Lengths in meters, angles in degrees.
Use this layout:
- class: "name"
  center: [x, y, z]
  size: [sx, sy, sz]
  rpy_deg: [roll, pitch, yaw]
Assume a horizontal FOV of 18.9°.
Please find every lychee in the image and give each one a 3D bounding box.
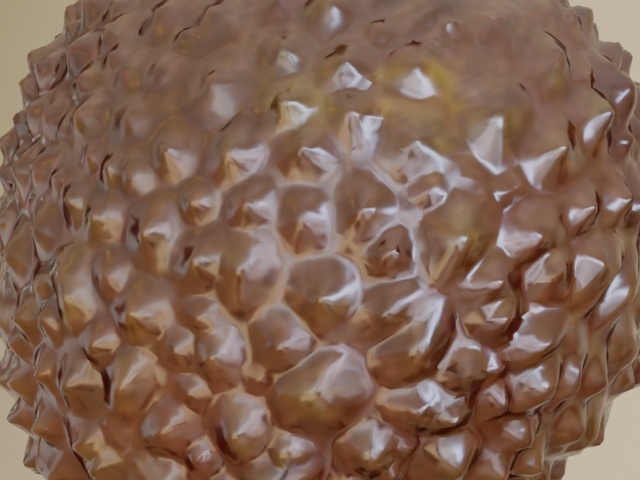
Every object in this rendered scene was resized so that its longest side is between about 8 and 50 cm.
- class: "lychee"
  center: [0.000, 0.000, 0.766]
  size: [0.276, 0.304, 0.275]
  rpy_deg: [17, -31, 11]
